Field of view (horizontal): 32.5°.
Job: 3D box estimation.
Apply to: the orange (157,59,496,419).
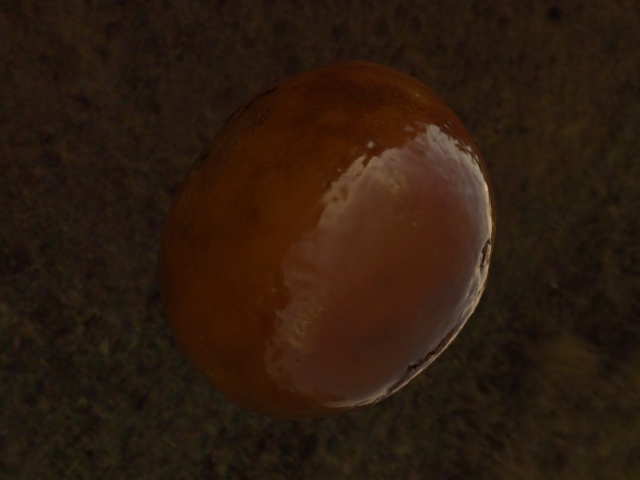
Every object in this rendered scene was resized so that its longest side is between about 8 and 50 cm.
[{"bbox_3d":[0.000,0.000,0.844,0.284,0.226,0.284,-48,-163,20],"label":"orange"}]
